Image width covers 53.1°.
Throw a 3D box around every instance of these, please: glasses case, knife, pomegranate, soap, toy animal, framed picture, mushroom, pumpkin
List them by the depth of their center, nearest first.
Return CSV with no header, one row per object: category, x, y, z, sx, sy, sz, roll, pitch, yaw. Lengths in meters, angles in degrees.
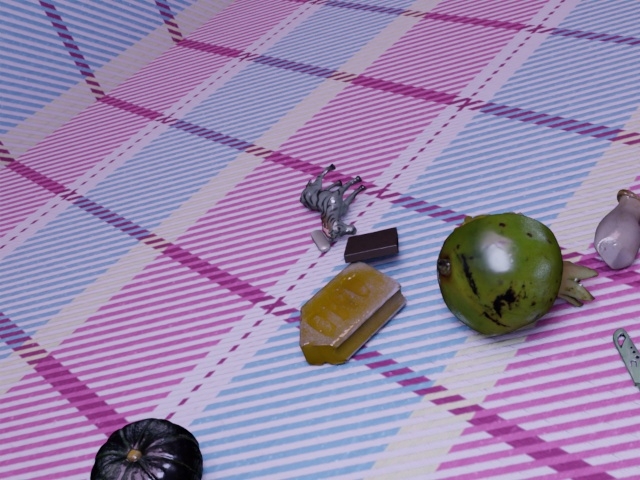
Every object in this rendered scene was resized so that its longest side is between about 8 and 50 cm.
knife,0.604,0.276,1.172,0.043,0.019,0.293,-16,42,8
pumpkin,-0.335,0.451,1.244,0.221,0.161,0.220,-7,46,7
pomegranate,0.395,0.070,1.310,0.341,0.260,0.260,10,46,-3
mushroom,0.662,-0.024,1.406,0.097,0.088,0.212,25,52,26
soap,0.050,0.169,1.442,0.257,0.080,0.160,-41,42,-22
framed picture,0.126,0.010,1.561,0.128,0.023,0.168,-12,14,9
glasses case,0.000,0.000,1.677,0.032,0.021,0.083,-22,42,-11
toy animal,0.044,-0.113,1.718,0.170,0.089,0.255,-31,35,-4
